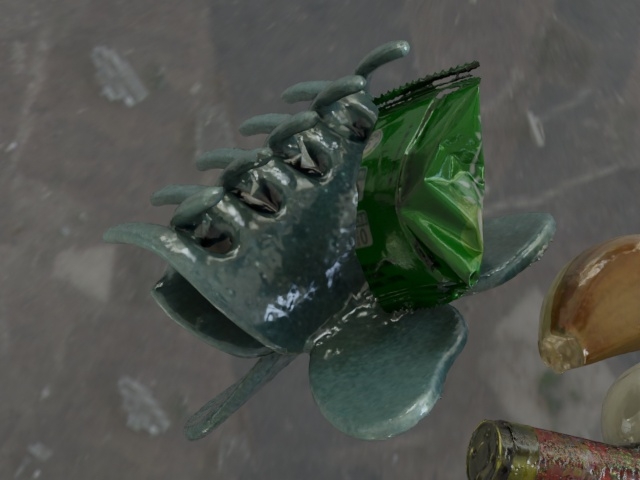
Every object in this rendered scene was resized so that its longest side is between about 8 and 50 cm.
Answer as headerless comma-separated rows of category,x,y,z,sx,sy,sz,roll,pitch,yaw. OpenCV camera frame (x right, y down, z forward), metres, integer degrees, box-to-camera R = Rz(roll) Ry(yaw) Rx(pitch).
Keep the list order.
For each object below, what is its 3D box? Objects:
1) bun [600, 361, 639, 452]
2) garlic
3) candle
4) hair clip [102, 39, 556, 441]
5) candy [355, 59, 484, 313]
bun,0.361,0.161,1.814,0.173,0.173,0.119,1,74,5
garlic,0.289,0.050,1.650,0.207,0.128,0.115,-3,99,-7
candle,0.161,0.151,1.206,0.131,0.052,0.052,14,104,-21
hair clip,0.000,0.000,1.692,0.318,0.392,0.238,-41,105,-26
candy,0.084,-0.042,1.576,0.141,0.078,0.203,-8,78,41
